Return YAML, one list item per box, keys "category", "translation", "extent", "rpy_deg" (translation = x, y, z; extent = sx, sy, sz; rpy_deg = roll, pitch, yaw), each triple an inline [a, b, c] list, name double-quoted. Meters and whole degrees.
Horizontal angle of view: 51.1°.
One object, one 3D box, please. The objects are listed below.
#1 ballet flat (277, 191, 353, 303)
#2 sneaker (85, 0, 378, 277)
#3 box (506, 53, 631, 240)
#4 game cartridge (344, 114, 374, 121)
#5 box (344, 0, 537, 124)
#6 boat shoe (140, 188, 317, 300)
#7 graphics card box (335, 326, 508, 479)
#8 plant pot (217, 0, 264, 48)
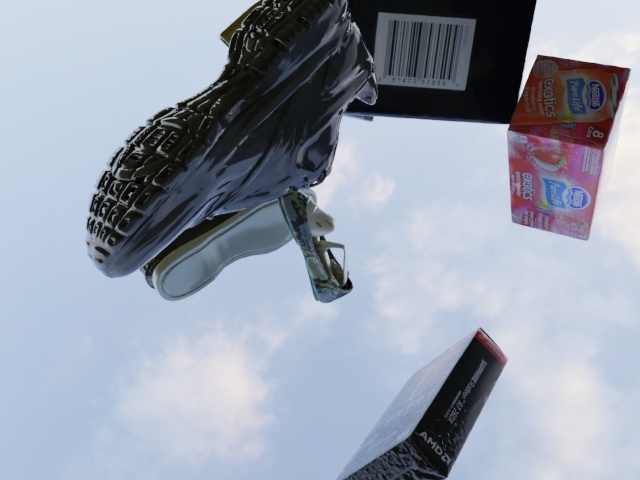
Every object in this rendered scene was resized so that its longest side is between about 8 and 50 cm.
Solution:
- category: "ballet flat"
  translation: [0.000, 0.000, 0.913]
  extent: [0.070, 0.188, 0.070]
  rpy_deg: [-16, -151, 9]
- category: "sneaker"
  translation: [-0.056, -0.069, 0.522]
  extent: [0.286, 0.130, 0.109]
  rpy_deg: [-45, -141, -8]
- category: "box"
  translation: [0.339, -0.120, 0.931]
  extent: [0.122, 0.257, 0.128]
  rpy_deg: [17, -110, 24]
- category: "game cartridge"
  translation: [0.063, -0.446, 1.595]
  extent: [0.196, 0.060, 0.294]
  rpy_deg: [13, -83, 1]
- category: "box"
  translation: [0.145, -0.346, 1.087]
  extent: [0.293, 0.212, 0.395]
  rpy_deg: [3, -155, -1]
- category: "boat shoe"
  translation: [-0.144, -0.019, 1.053]
  extent: [0.302, 0.114, 0.091]
  rpy_deg: [-26, -135, -28]
- category: "graphics card box"
  translation: [0.189, 0.328, 1.221]
  extent: [0.094, 0.233, 0.371]
  rpy_deg: [48, -144, 5]
- category: "plant pot"
  translation: [-0.047, -0.210, 0.686]
  extent: [0.083, 0.081, 0.081]
  rpy_deg: [-46, -161, 5]
